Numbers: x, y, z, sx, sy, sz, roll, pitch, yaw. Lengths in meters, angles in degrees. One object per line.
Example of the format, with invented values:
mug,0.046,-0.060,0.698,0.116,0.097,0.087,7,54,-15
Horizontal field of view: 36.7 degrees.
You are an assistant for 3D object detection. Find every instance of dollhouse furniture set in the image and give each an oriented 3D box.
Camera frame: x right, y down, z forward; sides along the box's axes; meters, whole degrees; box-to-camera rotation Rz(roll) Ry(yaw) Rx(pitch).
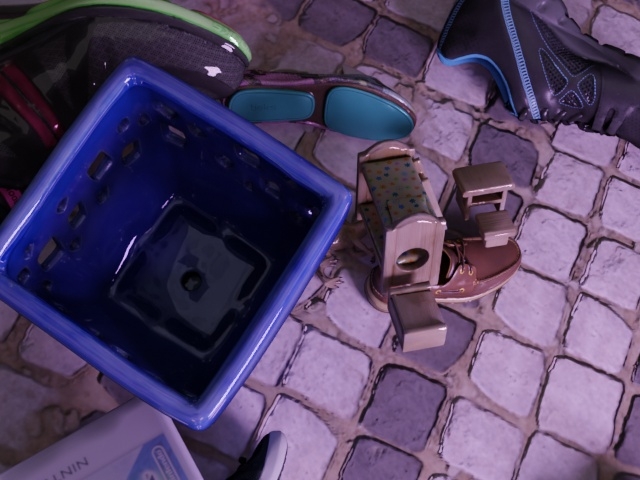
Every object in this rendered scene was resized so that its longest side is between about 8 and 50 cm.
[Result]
dollhouse furniture set,0.133,-0.008,0.926,0.160,0.101,0.182,-10,49,-9

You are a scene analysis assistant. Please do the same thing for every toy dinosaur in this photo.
toy dinosaur,0.000,0.000,1.013,0.183,0.053,0.093,-5,49,-20

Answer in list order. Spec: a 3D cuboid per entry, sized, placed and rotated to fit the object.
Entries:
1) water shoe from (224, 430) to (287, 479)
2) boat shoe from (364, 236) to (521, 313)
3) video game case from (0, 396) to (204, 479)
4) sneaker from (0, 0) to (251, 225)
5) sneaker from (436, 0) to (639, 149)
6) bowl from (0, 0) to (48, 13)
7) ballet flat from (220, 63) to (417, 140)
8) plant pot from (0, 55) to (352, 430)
water shoe,-0.097,0.248,0.852,0.080,0.073,0.203,25,62,6
boat shoe,0.135,0.030,1.006,0.177,0.060,0.064,-13,67,-16
video game case,-0.193,0.327,0.765,0.300,0.036,0.329,-29,64,-11
sneaker,-0.300,-0.118,0.964,0.482,0.185,0.202,-14,84,-12
sneaker,0.292,-0.175,1.124,0.341,0.125,0.140,39,92,7
bowl,-0.331,-0.319,1.094,0.141,0.053,0.142,-8,75,-13
ballet flat,-0.002,-0.163,1.078,0.221,0.077,0.079,4,44,-8
plant pot,-0.127,0.017,0.866,0.236,0.212,0.236,32,78,7
